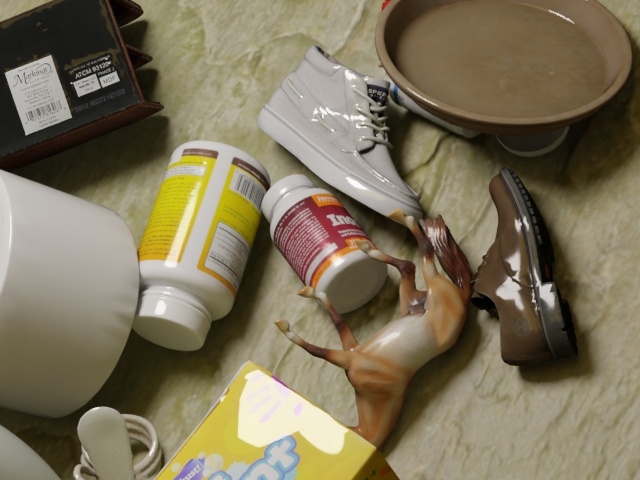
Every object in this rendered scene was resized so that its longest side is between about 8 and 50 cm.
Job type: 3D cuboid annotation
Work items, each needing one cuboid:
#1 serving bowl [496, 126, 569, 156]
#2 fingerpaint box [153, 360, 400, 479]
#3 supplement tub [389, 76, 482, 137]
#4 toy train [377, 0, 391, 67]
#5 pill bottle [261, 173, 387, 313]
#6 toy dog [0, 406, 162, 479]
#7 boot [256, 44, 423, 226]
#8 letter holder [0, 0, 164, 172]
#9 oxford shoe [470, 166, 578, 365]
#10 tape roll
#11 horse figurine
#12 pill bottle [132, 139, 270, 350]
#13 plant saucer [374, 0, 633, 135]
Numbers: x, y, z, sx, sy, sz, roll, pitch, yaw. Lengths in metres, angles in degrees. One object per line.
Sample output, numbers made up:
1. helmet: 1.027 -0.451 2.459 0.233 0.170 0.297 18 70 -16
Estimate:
1. serving bowl: 0.231 -0.123 1.954 0.083 0.027 0.083 -10 57 16
2. fingerpaint box: -0.082 0.386 1.559 0.163 0.371 0.445 31 75 34
3. supplement tub: 0.135 -0.164 1.992 0.107 0.071 0.071 28 74 34
4. toy train: 0.085 -0.262 2.093 0.027 0.036 0.158 -5 59 19
5. pill bottle: 0.000 0.000 1.936 0.086 0.086 0.152 -36 54 -2
6. toy dog: -0.265 0.230 1.759 0.334 0.161 0.220 3 53 -26
7. boot: 0.041 -0.121 1.974 0.258 0.095 0.123 38 100 36
8. letter holder: -0.346 -0.170 2.162 0.302 0.214 0.152 -21 87 8
9. oxford shoe: 0.192 0.024 1.848 0.096 0.083 0.227 -18 54 16
10. tape roll: -0.333 0.055 1.930 0.246 0.169 0.246 -22 59 41
11. horse figurine: 0.072 0.084 1.839 0.263 0.066 0.174 -44 98 -21
12. pill bottle: -0.136 0.007 1.968 0.117 0.117 0.215 5 62 25
13. plant saucer: 0.195 -0.200 1.948 0.278 0.041 0.278 2 42 -2
